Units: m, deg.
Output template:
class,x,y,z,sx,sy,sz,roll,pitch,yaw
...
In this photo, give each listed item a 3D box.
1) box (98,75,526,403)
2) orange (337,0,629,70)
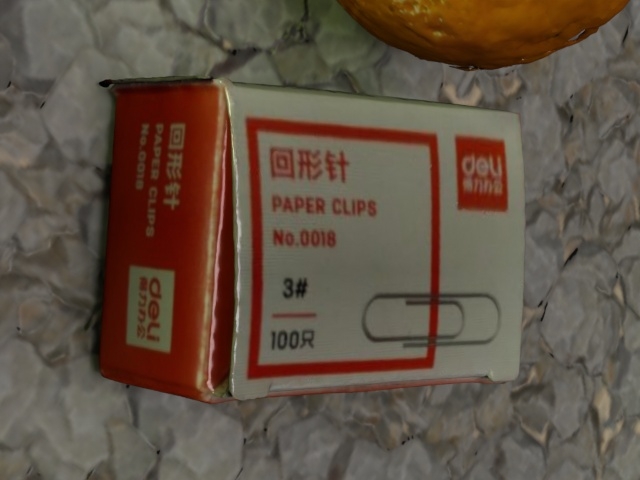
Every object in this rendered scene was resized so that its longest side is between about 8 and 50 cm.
class,x,y,z,sx,sy,sz,roll,pitch,yaw
box,0.000,0.000,0.650,0.182,0.099,0.133,3,90,-40
orange,0.076,-0.173,0.646,0.161,0.193,0.193,41,68,-26
